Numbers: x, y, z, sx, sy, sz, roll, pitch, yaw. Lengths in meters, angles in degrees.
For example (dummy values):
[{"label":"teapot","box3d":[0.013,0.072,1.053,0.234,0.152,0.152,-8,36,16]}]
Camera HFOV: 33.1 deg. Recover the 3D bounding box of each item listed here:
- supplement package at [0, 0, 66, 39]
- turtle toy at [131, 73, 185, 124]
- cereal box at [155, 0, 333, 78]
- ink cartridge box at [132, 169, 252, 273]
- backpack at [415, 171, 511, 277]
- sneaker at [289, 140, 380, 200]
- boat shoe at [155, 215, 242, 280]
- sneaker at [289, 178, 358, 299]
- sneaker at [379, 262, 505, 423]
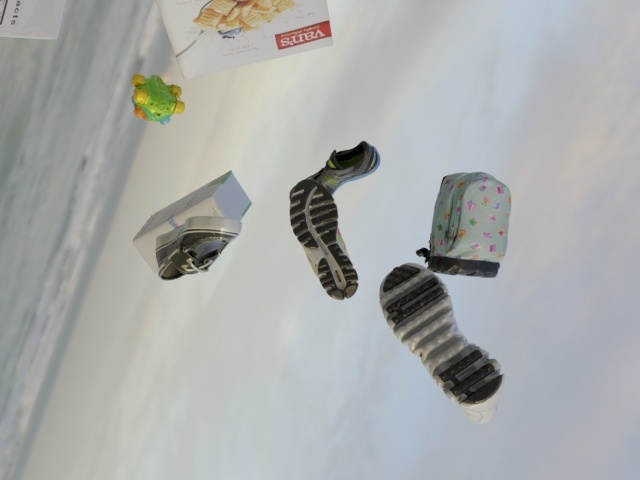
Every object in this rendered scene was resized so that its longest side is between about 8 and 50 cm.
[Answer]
[{"label":"supplement package","box3d":[-0.468,-0.366,1.350,0.293,0.177,0.175,-17,128,-63]},{"label":"turtle toy","box3d":[-0.299,-0.253,1.923,0.066,0.095,0.130,-59,-149,31]},{"label":"cereal box","box3d":[-0.084,-0.269,1.088,0.240,0.173,0.047,75,2,-59]},{"label":"ink cartridge box","box3d":[-0.265,-0.039,2.231,0.212,0.093,0.154,-26,-163,20]},{"label":"backpack","box3d":[0.261,-0.029,1.870,0.115,0.152,0.182,12,-84,59]},{"label":"sneaker","box3d":[0.020,-0.128,2.003,0.188,0.078,0.067,-30,-129,5]},{"label":"boat shoe","box3d":[-0.177,0.015,1.559,0.219,0.077,0.070,-23,-119,58]},{"label":"sneaker","box3d":[0.000,0.000,1.791,0.094,0.081,0.208,150,-77,-87]},{"label":"sneaker","box3d":[0.180,0.158,1.644,0.292,0.110,0.118,60,-3,37]}]
